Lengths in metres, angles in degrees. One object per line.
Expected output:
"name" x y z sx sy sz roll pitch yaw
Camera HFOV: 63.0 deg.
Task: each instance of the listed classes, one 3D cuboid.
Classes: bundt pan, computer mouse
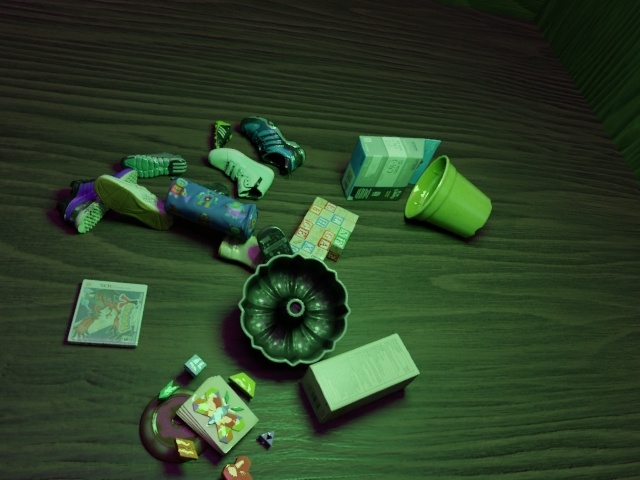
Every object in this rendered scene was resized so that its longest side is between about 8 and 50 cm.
"bundt pan" -0.084 0.211 1.569 0.330 0.124 0.331 3 75 -11
"computer mouse" -0.145 0.093 1.672 0.184 0.060 0.262 -38 97 -12

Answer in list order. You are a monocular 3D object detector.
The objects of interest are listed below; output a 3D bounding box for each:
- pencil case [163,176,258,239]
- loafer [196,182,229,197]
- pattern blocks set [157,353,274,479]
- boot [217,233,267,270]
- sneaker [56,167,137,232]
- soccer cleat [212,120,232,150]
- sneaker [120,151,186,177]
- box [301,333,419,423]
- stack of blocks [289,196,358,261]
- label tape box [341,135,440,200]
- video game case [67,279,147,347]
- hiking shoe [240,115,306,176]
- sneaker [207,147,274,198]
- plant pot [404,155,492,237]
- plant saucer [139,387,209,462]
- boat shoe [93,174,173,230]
"pencil case" -0.348 -0.105 1.687 0.305 0.119 0.133 19 49 3
"loafer" -0.431 -0.160 1.822 0.223 0.076 0.078 -12 53 -32
"pattern blocks set" -0.269 0.463 1.383 0.324 0.026 0.285 35 42 -2
"boot" -0.231 -0.003 1.763 0.165 0.077 0.213 23 55 1
"sneaker" -0.733 -0.166 1.703 0.146 0.102 0.293 31 50 7
"soccer cleat" -0.381 -0.403 2.034 0.072 0.060 0.179 7 49 -15
"sneaker" -0.598 -0.278 1.868 0.223 0.083 0.098 1 33 -24
"box" 0.117 0.402 1.535 0.310 0.121 0.148 -13 59 -26
"stack of blocks" 0.000 0.000 1.829 0.171 0.087 0.297 26 50 4
"label tape box" 0.283 -0.273 2.031 0.347 0.249 0.115 0 53 -18
"video game case" -0.609 0.208 1.506 0.183 0.023 0.201 7 52 -14
"hiking shoe" -0.202 -0.378 2.038 0.304 0.113 0.132 34 50 9
"sneaker" -0.305 -0.242 1.906 0.255 0.094 0.151 21 44 -5
"plant pot" 0.509 -0.146 2.028 0.253 0.276 0.276 30 49 -10
"plant saucer" -0.371 0.477 1.371 0.198 0.036 0.199 9 52 -12
"boat shoe" -0.597 -0.134 1.680 0.277 0.098 0.096 37 29 -37
